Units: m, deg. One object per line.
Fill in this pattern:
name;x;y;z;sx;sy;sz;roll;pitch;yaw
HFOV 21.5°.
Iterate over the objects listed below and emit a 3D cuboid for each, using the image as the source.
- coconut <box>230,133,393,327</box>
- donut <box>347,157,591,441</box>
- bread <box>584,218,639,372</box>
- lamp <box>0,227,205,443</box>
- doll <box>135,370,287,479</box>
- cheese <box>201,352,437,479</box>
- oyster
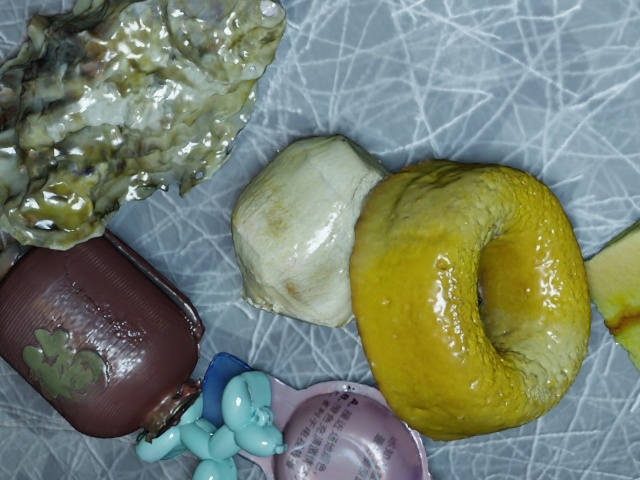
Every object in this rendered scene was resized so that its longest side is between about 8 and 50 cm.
coconut;-0.002;-0.002;1.654;0.194;0.194;0.194;2;102;9
donut;0.155;0.053;1.600;0.108;0.277;0.277;-7;103;47
bread;0.407;0.007;1.655;0.264;0.163;0.167;-28;98;46
lamp;-0.229;0.087;1.709;0.258;0.180;0.180;44;105;6
doll;-0.105;0.200;1.740;0.159;0.059;0.158;34;108;32
cheese;-0.006;0.217;1.754;0.286;0.074;0.189;26;104;17
oyster;-0.189;-0.150;1.663;0.351;0.115;0.238;-26;85;11
